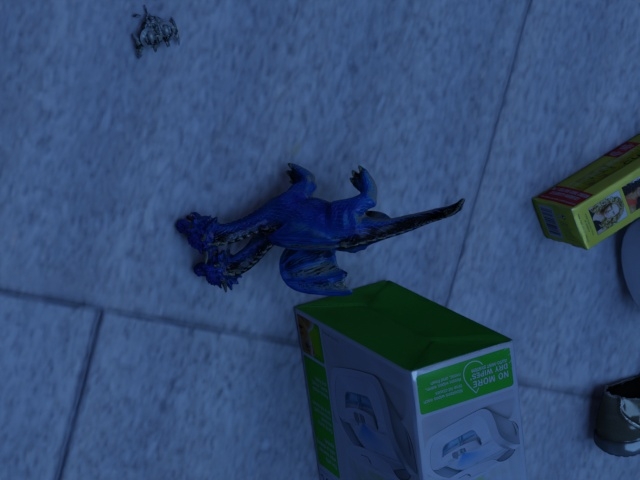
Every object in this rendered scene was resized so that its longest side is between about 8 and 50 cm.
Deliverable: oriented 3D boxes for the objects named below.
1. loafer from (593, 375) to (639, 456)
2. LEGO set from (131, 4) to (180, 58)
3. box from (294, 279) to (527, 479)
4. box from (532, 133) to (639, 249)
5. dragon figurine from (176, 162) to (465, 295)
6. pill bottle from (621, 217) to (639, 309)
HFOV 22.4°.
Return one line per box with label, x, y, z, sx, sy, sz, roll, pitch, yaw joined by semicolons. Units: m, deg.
loafer;0.440;0.179;1.948;0.251;0.094;0.087;-21;115;-22
LEGO set;-0.156;-0.215;1.589;0.054;0.023;0.083;10;97;-29
box;0.096;0.189;1.678;0.127;0.262;0.231;-15;109;-23
box;0.362;-0.074;1.856;0.232;0.087;0.058;-31;112;-17
dragon figurine;0.000;0.000;1.620;0.144;0.289;0.085;-58;146;-37
pill bottle;0.509;0.002;1.905;0.283;0.161;0.161;-16;109;-24
